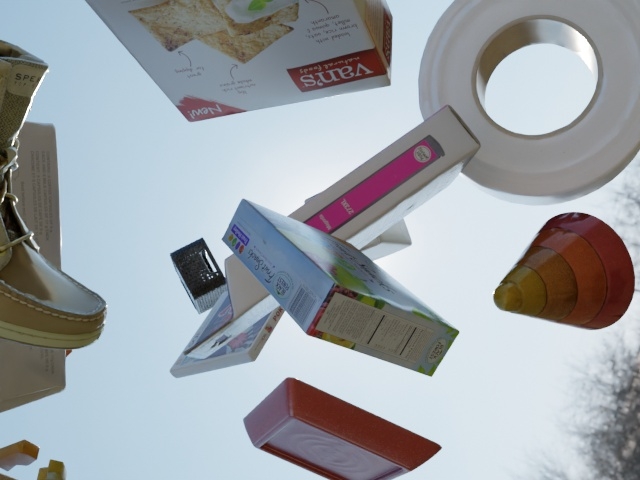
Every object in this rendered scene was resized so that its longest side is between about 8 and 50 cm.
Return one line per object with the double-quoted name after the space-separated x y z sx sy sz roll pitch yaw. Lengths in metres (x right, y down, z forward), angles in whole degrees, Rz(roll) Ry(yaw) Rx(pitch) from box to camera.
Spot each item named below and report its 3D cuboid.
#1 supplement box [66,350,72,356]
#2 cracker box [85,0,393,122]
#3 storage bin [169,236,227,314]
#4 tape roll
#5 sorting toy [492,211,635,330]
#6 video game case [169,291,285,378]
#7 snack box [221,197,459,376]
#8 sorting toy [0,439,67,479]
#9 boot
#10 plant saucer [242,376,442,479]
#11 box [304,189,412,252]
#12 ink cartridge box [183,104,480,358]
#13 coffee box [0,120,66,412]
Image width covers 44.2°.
-0.588 0.157 1.567 0.078 0.080 0.234 -48 -45 -34 "supplement box"
-0.061 -0.170 0.465 0.232 0.155 0.067 50 -143 -56 "cracker box"
-0.274 0.083 1.795 0.084 0.122 0.180 -28 -14 -13 "storage bin"
0.267 -0.188 0.963 0.100 0.286 0.286 16 -89 -71 "tape roll"
0.284 0.087 0.659 0.126 0.365 0.127 -14 -60 -34 "sorting toy"
-0.132 0.132 1.248 0.023 0.201 0.183 51 -134 -21 "video game case"
0.008 0.027 0.499 0.100 0.141 0.037 24 -80 -34 "snack box"
-0.492 0.362 1.165 0.229 0.307 0.041 48 -152 -41 "sorting toy"
-0.211 -0.039 0.511 0.165 0.213 0.077 -59 4 12 "boot"
0.018 0.321 1.236 0.258 0.259 0.048 -52 14 56 "plant saucer"
0.070 -0.027 1.293 0.113 0.094 0.275 70 -164 8 "box"
0.000 0.000 0.870 0.371 0.069 0.176 -37 -6 -8 "ink cartridge box"
-0.528 0.029 0.866 0.338 0.334 0.338 -10 -80 -67 "coffee box"
